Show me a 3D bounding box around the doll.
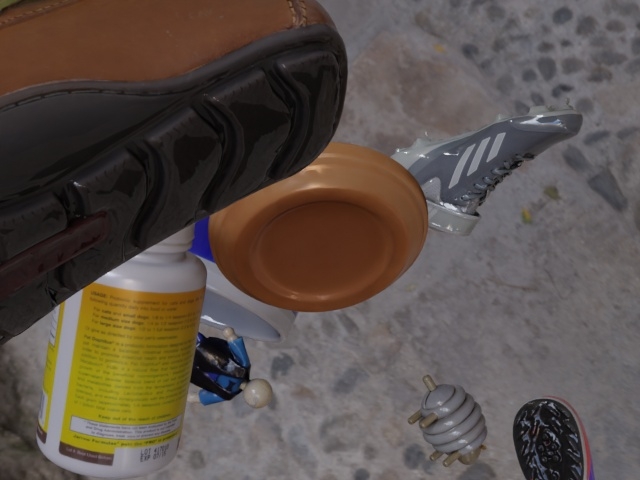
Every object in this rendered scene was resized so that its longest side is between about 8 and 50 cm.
[{"bbox_3d":[-0.145,0.155,1.146,0.188,0.046,0.129,26,117,2],"label":"doll"}]

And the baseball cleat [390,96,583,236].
[{"bbox_3d":[0.160,-0.063,0.890,0.205,0.072,0.110,-13,81,40],"label":"baseball cleat"}]

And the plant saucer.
[{"bbox_3d":[0.000,0.000,0.824,0.200,0.200,0.037,-29,42,20],"label":"plant saucer"}]

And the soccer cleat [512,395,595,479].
[{"bbox_3d":[0.310,0.354,1.157,0.108,0.116,0.319,-11,80,25],"label":"soccer cleat"}]

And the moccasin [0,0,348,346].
[{"bbox_3d":[-0.167,-0.038,0.381,0.380,0.139,0.147,-33,58,-25],"label":"moccasin"}]

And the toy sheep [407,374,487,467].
[{"bbox_3d":[0.164,0.228,1.173,0.091,0.091,0.132,-23,105,23],"label":"toy sheep"}]

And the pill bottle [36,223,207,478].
[{"bbox_3d":[-0.158,0.072,0.748,0.117,0.117,0.215,18,103,34],"label":"pill bottle"}]

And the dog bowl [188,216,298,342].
[{"bbox_3d":[-0.145,0.030,1.157,0.264,0.265,0.104,12,71,33],"label":"dog bowl"}]
